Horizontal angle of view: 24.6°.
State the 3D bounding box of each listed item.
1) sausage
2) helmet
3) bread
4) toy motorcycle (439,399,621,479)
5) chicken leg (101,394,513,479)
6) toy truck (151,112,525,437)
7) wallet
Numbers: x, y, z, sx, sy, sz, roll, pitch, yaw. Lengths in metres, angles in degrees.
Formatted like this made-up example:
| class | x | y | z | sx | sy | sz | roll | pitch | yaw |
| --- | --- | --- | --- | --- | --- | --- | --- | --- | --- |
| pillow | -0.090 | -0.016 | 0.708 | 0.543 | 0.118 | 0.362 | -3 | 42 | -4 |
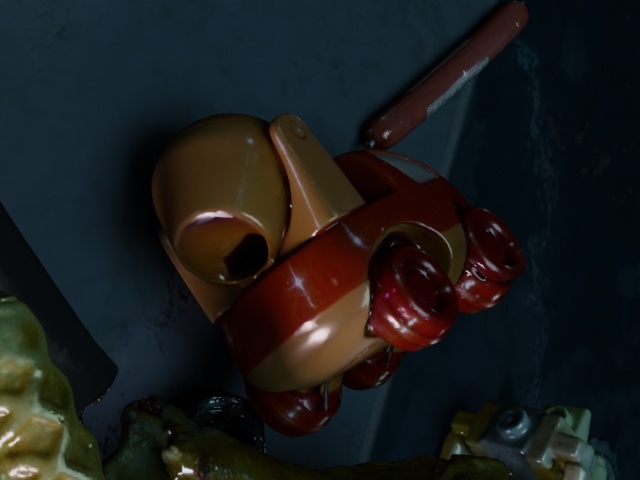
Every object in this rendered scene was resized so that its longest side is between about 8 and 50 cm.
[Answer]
| class | x | y | z | sx | sy | sz | roll | pitch | yaw |
| --- | --- | --- | --- | --- | --- | --- | --- | --- | --- |
| sausage | 0.117 | -0.150 | 1.324 | 0.253 | 0.034 | 0.034 | -42 | 120 | -32 |
| helmet | -0.103 | 0.161 | 1.123 | 0.123 | 0.070 | 0.098 | -26 | 120 | -34 |
| bread | -0.157 | 0.204 | 0.959 | 0.077 | 0.084 | 0.367 | -37 | 104 | -81 |
| toy motorcycle | 0.156 | 0.320 | 1.318 | 0.410 | 0.169 | 0.237 | -57 | 133 | -30 |
| chicken leg | 0.029 | 0.211 | 1.068 | 0.361 | 0.211 | 0.140 | 25 | 67 | -48 |
| toy truck | 0.000 | 0.000 | 1.135 | 0.239 | 0.189 | 0.265 | 55 | 31 | 8 |
| wallet | -0.246 | 0.054 | 1.003 | 0.149 | 0.044 | 0.250 | -43 | 121 | -27 |
